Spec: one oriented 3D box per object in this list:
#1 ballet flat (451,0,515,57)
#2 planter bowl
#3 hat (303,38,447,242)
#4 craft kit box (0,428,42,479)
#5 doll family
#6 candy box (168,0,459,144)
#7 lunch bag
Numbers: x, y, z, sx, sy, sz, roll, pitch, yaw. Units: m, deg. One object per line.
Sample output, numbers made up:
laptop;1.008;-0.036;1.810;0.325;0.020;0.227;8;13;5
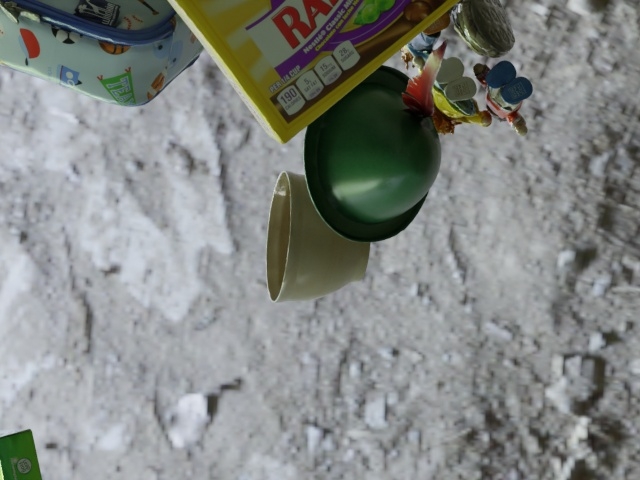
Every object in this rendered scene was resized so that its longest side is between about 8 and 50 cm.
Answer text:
ballet flat;0.168;-0.259;1.561;0.058;0.084;0.250;-32;26;20
planter bowl;0.000;0.000;1.716;0.162;0.109;0.162;-175;90;-78
hat;0.101;-0.077;1.279;0.183;0.208;0.173;7;90;45
craft kit box;-0.417;0.377;1.860;0.246;0.061;0.250;-15;87;57
doll family;0.127;-0.210;1.559;0.118;0.163;0.263;-29;84;-1
candy box;0.029;-0.150;0.689;0.206;0.105;0.027;-40;28;-3
lunch bag;-0.234;-0.269;1.500;0.243;0.303;0.115;22;128;11
